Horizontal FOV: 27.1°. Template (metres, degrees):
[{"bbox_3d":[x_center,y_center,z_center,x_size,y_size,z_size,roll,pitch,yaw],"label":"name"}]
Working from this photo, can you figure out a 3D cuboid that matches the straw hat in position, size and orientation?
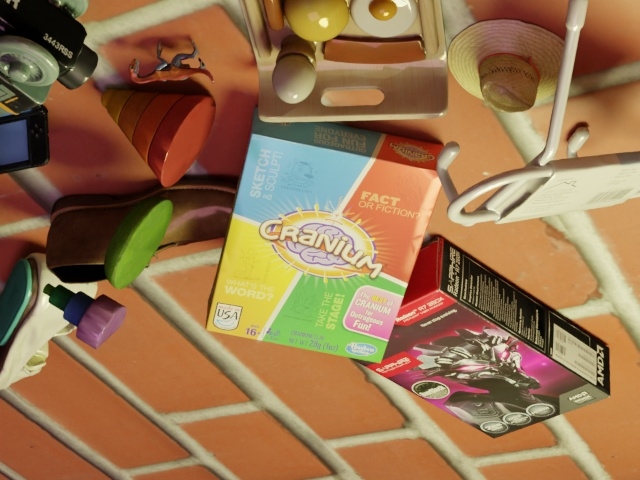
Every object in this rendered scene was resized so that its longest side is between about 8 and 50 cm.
[{"bbox_3d":[0.208,-0.175,1.474,0.144,0.061,0.144,4,144,3],"label":"straw hat"}]

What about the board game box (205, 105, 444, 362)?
[{"bbox_3d":[0.000,0.000,1.674,0.242,0.064,0.316,11,127,-6],"label":"board game box"}]

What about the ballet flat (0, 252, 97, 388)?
[{"bbox_3d":[-0.449,0.143,1.999,0.139,0.139,0.400,24,141,-22],"label":"ballet flat"}]

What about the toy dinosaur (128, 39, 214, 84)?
[{"bbox_3d":[-0.175,-0.196,1.509,0.082,0.090,0.047,-27,125,-6],"label":"toy dinosaur"}]

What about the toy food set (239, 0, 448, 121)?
[{"bbox_3d":[0.013,-0.238,1.391,0.220,0.092,0.306,0,145,11],"label":"toy food set"}]

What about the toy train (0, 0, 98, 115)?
[{"bbox_3d":[-0.397,-0.258,1.406,0.190,0.142,0.334,-14,141,42],"label":"toy train"}]

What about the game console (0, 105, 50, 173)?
[{"bbox_3d":[-0.402,-0.140,1.625,0.122,0.107,0.071,-8,171,22],"label":"game console"}]

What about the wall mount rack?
[{"bbox_3d":[0.288,-0.129,1.408,0.350,0.130,0.304,-9,158,-32],"label":"wall mount rack"}]

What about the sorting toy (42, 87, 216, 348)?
[{"bbox_3d":[-0.256,-0.043,1.632,0.126,0.127,0.365,30,114,8],"label":"sorting toy"}]

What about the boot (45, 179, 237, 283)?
[{"bbox_3d":[-0.220,-0.003,1.748,0.305,0.115,0.112,-8,139,17],"label":"boot"}]

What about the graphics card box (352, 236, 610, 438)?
[{"bbox_3d":[0.213,0.151,1.909,0.371,0.094,0.233,31,138,-32],"label":"graphics card box"}]
